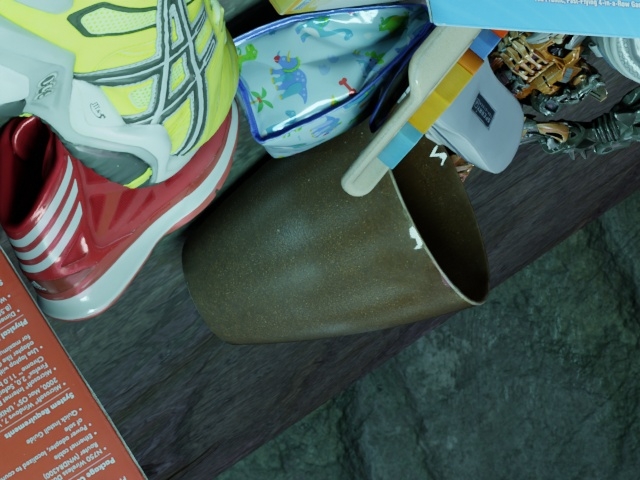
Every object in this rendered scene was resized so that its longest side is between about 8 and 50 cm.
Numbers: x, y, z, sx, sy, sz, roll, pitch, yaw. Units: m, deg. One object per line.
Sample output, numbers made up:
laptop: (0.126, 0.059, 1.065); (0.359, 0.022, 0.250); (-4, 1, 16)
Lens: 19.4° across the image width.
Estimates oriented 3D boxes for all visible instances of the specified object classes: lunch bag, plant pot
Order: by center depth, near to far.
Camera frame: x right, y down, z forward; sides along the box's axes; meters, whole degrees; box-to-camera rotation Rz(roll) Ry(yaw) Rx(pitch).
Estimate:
lunch bag: (0.014, -0.123, 1.358); (0.151, 0.096, 0.129); (-25, 177, 1)
plant pot: (0.000, 0.000, 1.669); (0.230, 0.215, 0.215); (-24, 172, 18)

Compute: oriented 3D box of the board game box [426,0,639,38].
board game box: (0.252, -0.225, 1.067); (0.302, 0.308, 0.086); (-51, 137, -42)

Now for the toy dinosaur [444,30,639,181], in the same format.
toy dinosaur: (0.188, -0.149, 1.789); (0.218, 0.164, 0.322); (-10, 174, -32)

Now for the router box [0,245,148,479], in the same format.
router box: (-0.196, 0.094, 1.188); (0.082, 0.301, 0.335); (-32, 168, -9)

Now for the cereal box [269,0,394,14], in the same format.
cereal box: (0.080, -0.223, 1.228); (0.173, 0.047, 0.240); (-43, 166, 32)

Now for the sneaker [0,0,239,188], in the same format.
sneaker: (-0.103, -0.129, 0.980); (0.147, 0.145, 0.384); (-38, 169, 10)

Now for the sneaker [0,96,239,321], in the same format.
sneaker: (-0.137, -0.063, 1.272); (0.221, 0.087, 0.128); (-61, 145, -32)

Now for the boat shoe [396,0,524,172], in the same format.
boat shoe: (0.096, -0.135, 1.605); (0.095, 0.084, 0.258); (-60, 149, -16)

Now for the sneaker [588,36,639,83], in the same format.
sneaker: (0.321, -0.235, 1.488); (0.281, 0.105, 0.115); (-36, -162, -8)

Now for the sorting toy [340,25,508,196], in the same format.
sorting toy: (0.100, -0.130, 1.325); (0.193, 0.038, 0.208); (-51, 176, -23)
